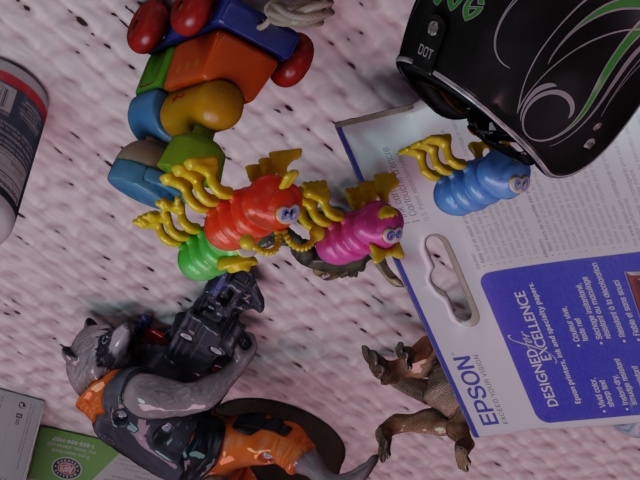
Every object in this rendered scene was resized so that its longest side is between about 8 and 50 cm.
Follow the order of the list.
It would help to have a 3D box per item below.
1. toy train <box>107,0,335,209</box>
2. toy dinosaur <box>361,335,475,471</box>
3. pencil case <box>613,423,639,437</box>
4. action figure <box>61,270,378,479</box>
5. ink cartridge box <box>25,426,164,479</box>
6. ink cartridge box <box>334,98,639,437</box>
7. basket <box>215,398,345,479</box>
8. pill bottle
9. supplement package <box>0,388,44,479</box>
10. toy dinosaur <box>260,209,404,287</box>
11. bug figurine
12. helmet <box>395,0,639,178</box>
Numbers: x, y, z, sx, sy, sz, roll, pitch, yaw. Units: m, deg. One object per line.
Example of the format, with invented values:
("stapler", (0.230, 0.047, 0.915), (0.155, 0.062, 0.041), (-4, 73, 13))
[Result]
("toy train", (-0.070, -0.101, 1.202), (0.105, 0.143, 0.248), (25, 167, -24))
("toy dinosaur", (0.160, 0.129, 1.612), (0.200, 0.127, 0.296), (-16, 179, -26))
("pencil case", (0.401, 0.157, 1.573), (0.273, 0.113, 0.124), (17, 168, -9))
("action figure", (-0.113, 0.176, 1.680), (0.330, 0.178, 0.341), (33, 146, 10))
("ink cartridge box", (-0.271, 0.417, 1.986), (0.207, 0.353, 0.119), (13, 150, -4))
("ink cartridge box", (0.205, 0.000, 1.289), (0.307, 0.072, 0.303), (-8, 116, 35))
("basket", (-0.067, 0.322, 1.887), (0.154, 0.226, 0.204), (2, 149, 15))
("pill bottle", (-0.292, -0.051, 1.376), (0.108, 0.180, 0.108), (8, 150, 5))
("supplement package", (-0.434, 0.307, 2.001), (0.145, 0.204, 0.262), (16, 149, -10))
("toy dinosaur", (0.000, 0.000, 1.435), (0.118, 0.064, 0.268), (21, 179, -6))
("bug figurine", (0.008, -0.019, 1.181), (0.279, 0.072, 0.216), (-8, 171, -33))
("helmet", (0.145, -0.139, 1.105), (0.169, 0.161, 0.169), (38, 178, 2))
